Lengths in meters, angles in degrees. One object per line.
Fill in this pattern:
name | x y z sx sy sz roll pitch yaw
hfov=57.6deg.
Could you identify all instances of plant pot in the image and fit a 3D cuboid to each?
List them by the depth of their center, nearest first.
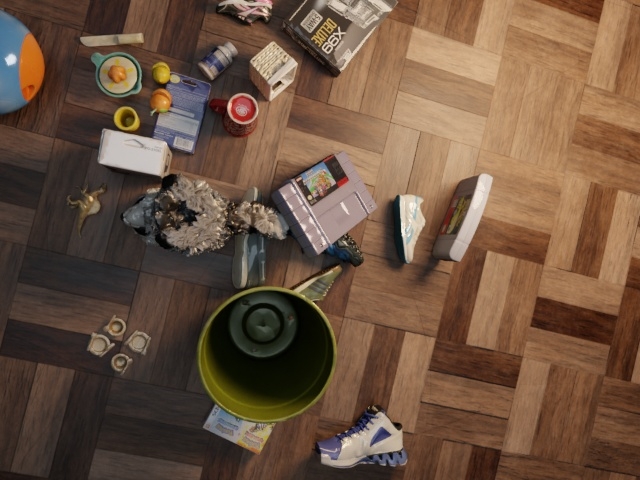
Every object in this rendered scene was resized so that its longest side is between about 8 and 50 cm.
plant pot | -0.162 0.284 1.690 0.366 0.353 0.367 -1 96 -8

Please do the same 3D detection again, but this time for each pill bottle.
pill bottle | -0.316 -0.559 1.802 0.120 0.067 0.067 -44 98 -7

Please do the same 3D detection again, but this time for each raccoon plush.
raccoon plush | -0.353 -0.036 1.723 0.446 0.299 0.216 21 79 -23

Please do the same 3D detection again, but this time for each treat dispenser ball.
treat dispenser ball | -0.908 -0.486 1.578 0.288 0.288 0.288 0 91 -11

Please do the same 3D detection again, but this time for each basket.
basket | -0.149 -0.519 1.787 0.113 0.167 0.103 -43 93 -7

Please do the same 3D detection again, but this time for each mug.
mug | -0.258 -0.380 1.764 0.150 0.169 0.113 -5 92 -11

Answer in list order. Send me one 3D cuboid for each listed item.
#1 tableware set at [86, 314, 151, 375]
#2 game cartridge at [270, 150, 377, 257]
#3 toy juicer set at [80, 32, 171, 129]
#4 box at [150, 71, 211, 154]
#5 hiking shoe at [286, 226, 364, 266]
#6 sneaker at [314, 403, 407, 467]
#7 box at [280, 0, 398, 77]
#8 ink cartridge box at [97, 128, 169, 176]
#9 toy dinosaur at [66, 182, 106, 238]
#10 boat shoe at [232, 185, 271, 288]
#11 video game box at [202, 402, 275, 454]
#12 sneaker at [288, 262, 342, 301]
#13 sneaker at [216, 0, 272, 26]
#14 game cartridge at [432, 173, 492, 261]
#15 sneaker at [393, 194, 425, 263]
tableware set | -0.616 0.317 1.781 0.168 0.020 0.141 38 84 -9
game cartridge | 0.022 -0.123 1.780 0.355 0.068 0.230 -38 103 -45
toy juicer set | -0.563 -0.505 1.726 0.209 0.089 0.329 -25 89 -2
box | -0.429 -0.392 1.798 0.136 0.036 0.225 15 89 -11
hiking shoe | 0.000 0.000 1.866 0.304 0.113 0.132 37 106 -9
sneaker | 0.135 0.625 1.886 0.315 0.127 0.182 5 86 -18
box | 0.060 -0.722 1.867 0.242 0.076 0.307 40 83 -9
ink cartridge box | -0.528 -0.239 1.679 0.171 0.237 0.100 10 89 -11
toy dinosaur | -0.710 -0.103 1.741 0.092 0.053 0.183 28 85 -11
boat shoe | -0.206 -0.006 1.821 0.099 0.116 0.320 7 90 -30
video game box | -0.240 0.546 1.843 0.205 0.048 0.187 29 88 -10
sneaker | -0.005 0.153 1.877 0.192 0.064 0.086 -28 100 -7
sneaker | -0.236 -0.709 1.818 0.178 0.072 0.077 -4 102 -5
game cartridge | 0.461 -0.074 1.893 0.060 0.196 0.294 23 86 -11
sneaker | 0.296 -0.037 1.918 0.092 0.087 0.229 -2 93 -13
